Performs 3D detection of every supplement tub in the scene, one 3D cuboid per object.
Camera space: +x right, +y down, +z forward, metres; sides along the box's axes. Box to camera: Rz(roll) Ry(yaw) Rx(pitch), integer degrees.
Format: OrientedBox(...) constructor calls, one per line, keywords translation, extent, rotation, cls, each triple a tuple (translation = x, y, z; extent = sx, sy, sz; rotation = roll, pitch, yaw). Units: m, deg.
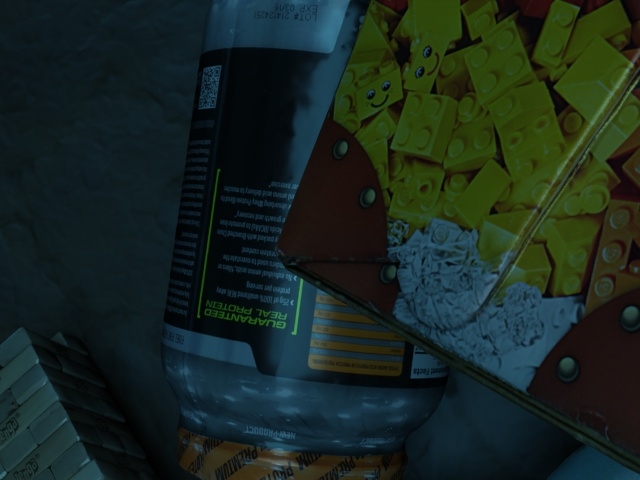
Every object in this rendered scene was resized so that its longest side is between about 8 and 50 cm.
OrientedBox(translation=(0.000, 0.000, 0.742), extent=(0.193, 0.193, 0.316), rotation=(9, 90, 9), cls="supplement tub")

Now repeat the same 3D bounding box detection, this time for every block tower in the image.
OrientedBox(translation=(-0.146, 0.207, 0.751), extent=(0.091, 0.097, 0.335), rotation=(-40, 60, 5), cls="block tower")

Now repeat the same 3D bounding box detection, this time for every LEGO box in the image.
OrientedBox(translation=(0.272, -0.084, 0.521), extent=(0.193, 0.500, 0.373), rotation=(27, 98, 44), cls="LEGO box")

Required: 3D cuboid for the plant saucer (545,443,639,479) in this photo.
OrientedBox(translation=(0.242, 0.255, 0.698), extent=(0.317, 0.043, 0.318), rotation=(-3, 98, -19), cls="plant saucer")
